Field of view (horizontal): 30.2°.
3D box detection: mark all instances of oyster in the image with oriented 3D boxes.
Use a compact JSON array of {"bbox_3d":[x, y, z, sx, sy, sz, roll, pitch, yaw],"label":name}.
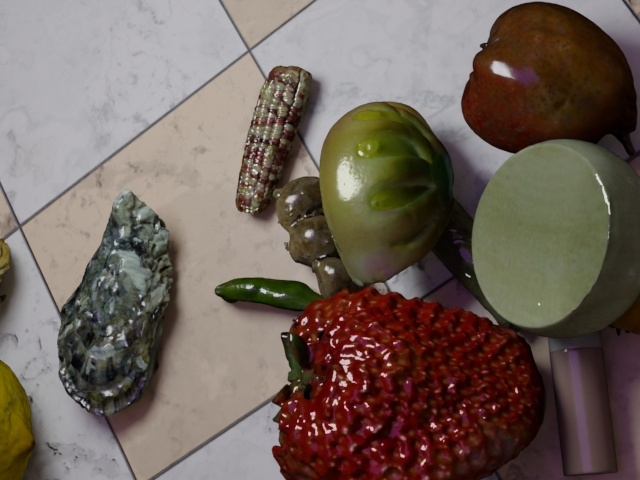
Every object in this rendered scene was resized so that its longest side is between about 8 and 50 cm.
[{"bbox_3d":[-0.314,0.091,1.827,0.162,0.158,0.350,10,98,-9],"label":"oyster"}]

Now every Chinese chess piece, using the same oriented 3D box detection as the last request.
[{"bbox_3d":[0.302,-0.002,1.485,0.250,0.101,0.250,-16,70,52],"label":"Chinese chess piece"}]

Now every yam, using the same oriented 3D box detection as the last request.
[{"bbox_3d":[0.170,-0.023,1.668,0.083,0.083,0.371,-47,67,9],"label":"yam"}]

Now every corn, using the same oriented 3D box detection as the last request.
[{"bbox_3d":[-0.075,-0.153,1.804,0.080,0.079,0.237,17,91,26],"label":"corn"}]

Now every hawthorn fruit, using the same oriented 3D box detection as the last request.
[{"bbox_3d":[0.319,-0.194,1.582,0.248,0.208,0.208,30,93,7],"label":"hawthorn fruit"}]

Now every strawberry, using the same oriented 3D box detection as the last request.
[{"bbox_3d":[0.117,0.218,1.546,0.351,0.267,0.312,0,49,8],"label":"strawberry"}]

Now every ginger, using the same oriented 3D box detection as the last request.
[{"bbox_3d":[0.000,0.000,1.733,0.104,0.080,0.204,-17,70,-7],"label":"ginger"}]

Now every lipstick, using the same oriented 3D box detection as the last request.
[{"bbox_3d":[0.338,0.177,1.553,0.070,0.070,0.254,-9,76,22],"label":"lipstick"}]

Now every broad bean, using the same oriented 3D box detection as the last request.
[{"bbox_3d":[-0.078,0.078,1.762,0.195,0.061,0.046,3,83,25],"label":"broad bean"}]

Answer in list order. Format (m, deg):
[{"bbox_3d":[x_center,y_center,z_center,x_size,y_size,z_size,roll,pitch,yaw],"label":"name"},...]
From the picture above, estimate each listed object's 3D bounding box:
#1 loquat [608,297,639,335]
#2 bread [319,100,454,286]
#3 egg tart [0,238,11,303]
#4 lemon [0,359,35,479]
[{"bbox_3d":[0.412,0.061,1.515,0.137,0.137,0.113,-47,58,9],"label":"loquat"},{"bbox_3d":[0.081,-0.073,1.588,0.158,0.156,0.260,-15,78,29],"label":"bread"},{"bbox_3d":[-0.605,0.085,1.946,0.241,0.106,0.241,-19,28,10],"label":"egg tart"},{"bbox_3d":[-0.608,0.294,1.816,0.336,0.336,0.336,-5,78,23],"label":"lemon"}]
